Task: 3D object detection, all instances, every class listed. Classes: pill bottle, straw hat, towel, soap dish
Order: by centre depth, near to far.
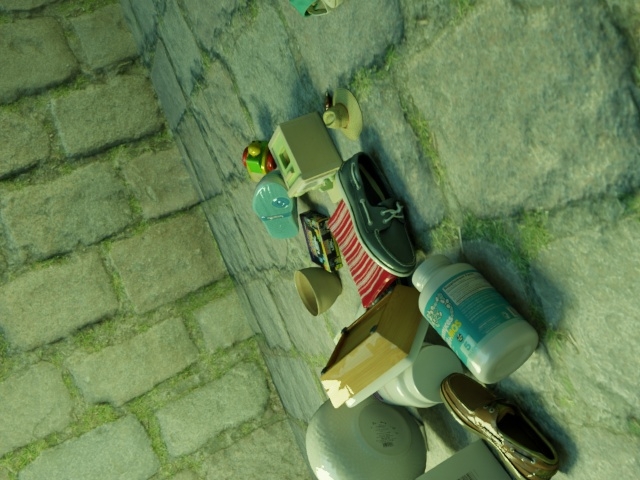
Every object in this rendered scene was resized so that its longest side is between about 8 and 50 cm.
[{"bbox_3d":[0.298,0.146,1.323,0.264,0.146,0.146,52,154,37],"label":"pill bottle"},{"bbox_3d":[0.132,0.252,1.595,0.118,0.229,0.291,39,129,-5],"label":"soap dish"},{"bbox_3d":[0.041,-0.304,1.619,0.144,0.061,0.144,51,154,36],"label":"straw hat"},{"bbox_3d":[0.233,0.339,1.662,0.160,0.160,0.283,66,159,5],"label":"pill bottle"},{"bbox_3d":[0.101,0.016,1.668,0.274,0.031,0.199,67,153,22],"label":"towel"}]

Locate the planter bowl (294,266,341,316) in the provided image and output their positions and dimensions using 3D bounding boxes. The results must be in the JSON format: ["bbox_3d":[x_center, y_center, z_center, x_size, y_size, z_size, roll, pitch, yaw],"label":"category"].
[{"bbox_3d":[0.000,0.152,2.122,0.162,0.109,0.162,51,153,38],"label":"planter bowl"}]

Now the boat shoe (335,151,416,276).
[{"bbox_3d":[0.139,-0.066,1.547,0.319,0.116,0.099,63,144,18],"label":"boat shoe"}]

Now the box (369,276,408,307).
[{"bbox_3d":[0.152,0.079,1.737,0.183,0.059,0.232,15,124,62],"label":"box"}]

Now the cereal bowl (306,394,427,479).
[{"bbox_3d":[0.141,0.535,1.757,0.339,0.339,0.141,56,135,29],"label":"cereal bowl"}]

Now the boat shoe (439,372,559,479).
[{"bbox_3d":[0.388,0.383,1.420,0.307,0.111,0.104,41,145,32],"label":"boat shoe"}]

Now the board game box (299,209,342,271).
[{"bbox_3d":[0.000,0.000,2.054,0.141,0.048,0.170,23,132,60],"label":"board game box"}]

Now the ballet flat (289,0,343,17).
[{"bbox_3d":[0.009,-0.549,1.448,0.087,0.083,0.247,48,166,-19],"label":"ballet flat"}]

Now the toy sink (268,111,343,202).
[{"bbox_3d":[-0.035,-0.206,1.808,0.234,0.131,0.153,65,160,5],"label":"toy sink"}]

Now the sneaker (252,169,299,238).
[{"bbox_3d":[-0.139,-0.161,2.016,0.319,0.127,0.208,83,-177,-62],"label":"sneaker"}]

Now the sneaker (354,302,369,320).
[{"bbox_3d":[0.168,0.260,1.879,0.212,0.080,0.094,55,145,32],"label":"sneaker"}]

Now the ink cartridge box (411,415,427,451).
[{"bbox_3d":[0.167,0.580,2.020,0.273,0.198,0.114,33,139,56],"label":"ink cartridge box"}]

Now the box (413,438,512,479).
[{"bbox_3d":[0.339,0.688,1.678,0.168,0.215,0.345,53,156,30],"label":"box"}]

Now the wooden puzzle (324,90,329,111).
[{"bbox_3d":[0.016,-0.346,1.688,0.083,0.006,0.049,94,172,-52],"label":"wooden puzzle"}]

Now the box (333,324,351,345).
[{"bbox_3d":[0.140,0.348,1.970,0.203,0.114,0.103,62,159,18],"label":"box"}]

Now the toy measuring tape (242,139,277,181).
[{"bbox_3d":[-0.187,-0.249,2.221,0.121,0.121,0.330,59,175,23],"label":"toy measuring tape"}]
